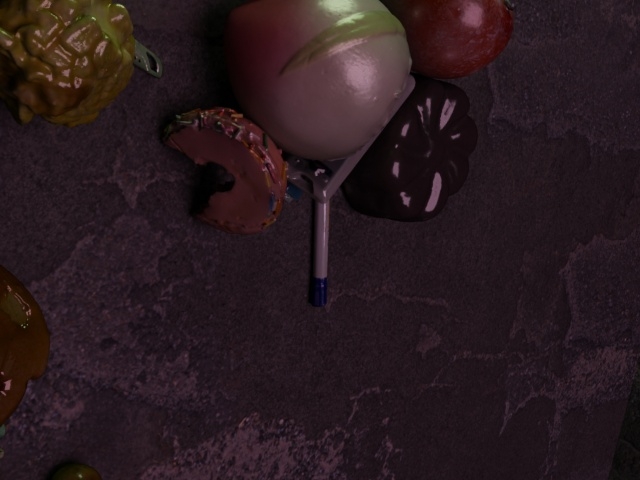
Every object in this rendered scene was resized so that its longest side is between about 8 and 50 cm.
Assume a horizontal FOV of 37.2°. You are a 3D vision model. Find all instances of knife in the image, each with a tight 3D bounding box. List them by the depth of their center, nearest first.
[{"bbox_3d":[-0.333,-0.319,1.398,0.293,0.020,0.043,32,78,-48],"label":"knife"}]

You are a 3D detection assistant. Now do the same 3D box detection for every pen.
[{"bbox_3d":[0.001,0.000,1.852,0.033,0.033,0.269,-15,113,-43],"label":"pen"}]

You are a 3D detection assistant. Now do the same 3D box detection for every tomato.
[{"bbox_3d":[0.224,-0.424,1.773,0.227,0.270,0.270,-40,142,20],"label":"tomato"}]

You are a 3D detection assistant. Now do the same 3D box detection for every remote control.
[{"bbox_3d":[0.053,-0.214,1.717,0.313,0.109,0.055,-53,177,-21],"label":"remote control"}]

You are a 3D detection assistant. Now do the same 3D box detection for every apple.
[{"bbox_3d":[-0.397,0.408,1.547,0.089,0.074,0.089,-21,120,-43],"label":"apple"}]

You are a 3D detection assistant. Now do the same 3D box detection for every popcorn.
[{"bbox_3d":[-0.362,-0.251,1.266,0.217,0.181,0.235,-43,162,-38],"label":"popcorn"}]

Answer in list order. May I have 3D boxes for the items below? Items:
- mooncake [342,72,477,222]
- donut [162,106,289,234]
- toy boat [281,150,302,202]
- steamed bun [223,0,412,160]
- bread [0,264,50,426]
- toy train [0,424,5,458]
[{"bbox_3d":[0.178,-0.181,1.888,0.306,0.154,0.306,-15,111,-42],"label":"mooncake"},{"bbox_3d":[-0.141,-0.116,1.549,0.085,0.199,0.233,-55,140,-44],"label":"donut"},{"bbox_3d":[-0.034,-0.148,1.742,0.069,0.059,0.173,39,75,-46],"label":"toy boat"},{"bbox_3d":[-0.027,-0.295,1.545,0.309,0.309,0.309,-18,117,-41],"label":"steamed bun"},{"bbox_3d":[-0.502,0.141,1.263,0.270,0.148,0.270,0,90,-43],"label":"bread"},{"bbox_3d":[-0.547,0.311,1.359,0.194,0.081,0.125,-3,116,-47],"label":"toy train"}]
